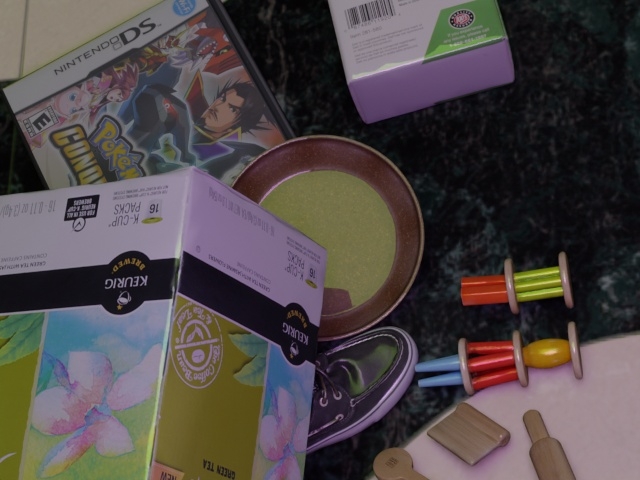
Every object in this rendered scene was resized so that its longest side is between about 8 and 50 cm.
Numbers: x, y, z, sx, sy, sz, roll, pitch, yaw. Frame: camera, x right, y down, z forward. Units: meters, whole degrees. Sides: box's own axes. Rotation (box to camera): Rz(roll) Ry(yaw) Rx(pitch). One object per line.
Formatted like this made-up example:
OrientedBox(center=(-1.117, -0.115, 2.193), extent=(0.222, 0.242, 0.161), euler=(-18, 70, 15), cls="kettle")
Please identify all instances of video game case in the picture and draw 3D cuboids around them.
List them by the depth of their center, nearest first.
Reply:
OrientedBox(center=(-0.165, -0.105, 1.726), extent=(0.248, 0.035, 0.275), euler=(-29, 63, 0), cls="video game case")

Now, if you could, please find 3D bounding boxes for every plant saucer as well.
OrientedBox(center=(0.000, 0.000, 1.620), extent=(0.199, 0.036, 0.198), euler=(-1, 77, 6), cls="plant saucer")

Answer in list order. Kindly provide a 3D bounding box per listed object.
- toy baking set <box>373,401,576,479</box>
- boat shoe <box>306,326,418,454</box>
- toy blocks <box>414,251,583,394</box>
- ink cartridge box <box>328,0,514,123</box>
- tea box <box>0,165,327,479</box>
OrientedBox(center=(0.134, 0.247, 1.461), extent=(0.197, 0.030, 0.256), euler=(-22, 43, -3), cls="toy baking set")
OrientedBox(center=(-0.015, 0.145, 1.553), extent=(0.228, 0.076, 0.080), euler=(-30, 63, 0), cls="boat shoe")
OrientedBox(center=(0.157, 0.077, 1.554), extent=(0.148, 0.054, 0.123), euler=(-9, 65, 10), cls="toy blocks")
OrientedBox(center=(0.088, -0.247, 1.696), extent=(0.160, 0.092, 0.219), euler=(-15, 63, 6), cls="ink cartridge box")
OrientedBox(center=(-0.199, 0.136, 1.468), extent=(0.329, 0.220, 0.323), euler=(-7, 68, 31), cls="tea box")
